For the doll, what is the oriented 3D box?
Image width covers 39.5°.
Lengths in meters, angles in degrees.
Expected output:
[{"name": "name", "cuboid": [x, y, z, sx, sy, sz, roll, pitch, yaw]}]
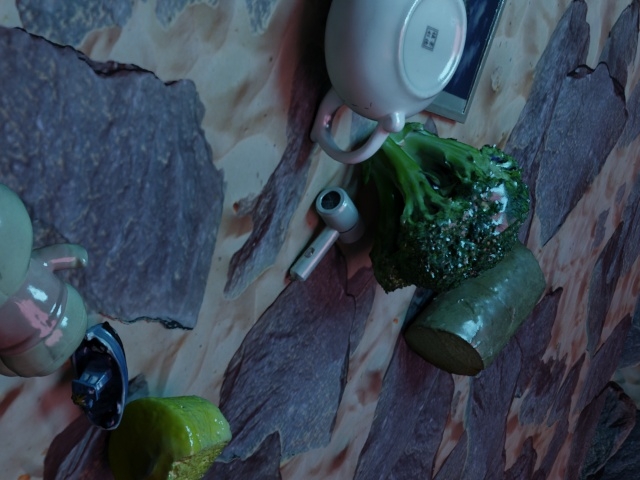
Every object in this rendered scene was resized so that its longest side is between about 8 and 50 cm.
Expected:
[{"name": "doll", "cuboid": [-0.284, 0.029, 0.756, 0.155, 0.113, 0.275, -49, 145, -19]}]

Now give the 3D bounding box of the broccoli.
[{"name": "broccoli", "cuboid": [0.160, -0.050, 1.261, 0.265, 0.245, 0.294, -38, 177, 17]}]

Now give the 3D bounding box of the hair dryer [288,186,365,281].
[{"name": "hair dryer", "cuboid": [0.000, 0.000, 1.214, 0.137, 0.047, 0.082, -51, 145, -9]}]

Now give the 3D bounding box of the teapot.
[{"name": "teapot", "cuboid": [0.074, -0.235, 1.082, 0.208, 0.166, 0.300, 0, 118, -63]}]

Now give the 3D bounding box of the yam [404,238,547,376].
[{"name": "yam", "cuboid": [0.285, 0.121, 1.592, 0.268, 0.161, 0.161, -46, 143, -30]}]

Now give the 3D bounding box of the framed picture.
[{"name": "framed picture", "cuboid": [0.211, -0.322, 1.324, 0.209, 0.019, 0.281, 1, 109, -56]}]

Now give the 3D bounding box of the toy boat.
[{"name": "toy boat", "cuboid": [-0.237, 0.146, 0.947, 0.061, 0.060, 0.137, -55, 157, -56]}]

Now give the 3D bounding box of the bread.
[{"name": "bread", "cuboid": [-0.181, 0.239, 1.044, 0.129, 0.111, 0.114, -49, 156, 17]}]
